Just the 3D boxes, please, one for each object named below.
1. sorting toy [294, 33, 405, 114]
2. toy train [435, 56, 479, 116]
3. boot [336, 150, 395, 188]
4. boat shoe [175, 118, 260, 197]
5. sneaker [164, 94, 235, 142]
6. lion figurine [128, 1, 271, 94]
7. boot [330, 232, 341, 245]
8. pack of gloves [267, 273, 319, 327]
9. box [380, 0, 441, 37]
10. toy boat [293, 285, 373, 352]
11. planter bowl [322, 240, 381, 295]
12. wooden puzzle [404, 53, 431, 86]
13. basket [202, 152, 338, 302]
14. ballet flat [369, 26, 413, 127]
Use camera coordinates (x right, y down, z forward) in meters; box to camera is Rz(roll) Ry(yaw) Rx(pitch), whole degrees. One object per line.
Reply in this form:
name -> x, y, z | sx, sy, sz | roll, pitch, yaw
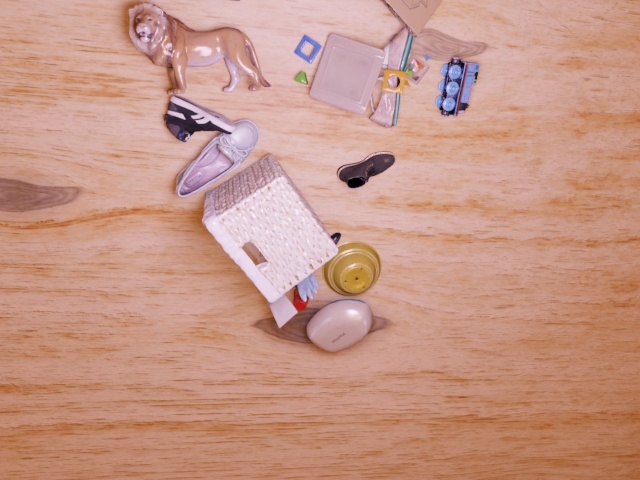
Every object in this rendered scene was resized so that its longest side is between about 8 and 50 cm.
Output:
sorting toy -> 0.083, -0.495, 1.628 | 0.348, 0.047, 0.196 | 21, 102, 7
toy train -> 0.432, -0.481, 1.712 | 0.105, 0.080, 0.184 | 0, 112, -16
boot -> 0.161, -0.218, 1.742 | 0.198, 0.137, 0.076 | -23, 114, 0
boat shoe -> -0.317, -0.247, 1.671 | 0.320, 0.103, 0.118 | -36, 113, 6
sneaker -> -0.364, -0.337, 1.624 | 0.217, 0.079, 0.121 | 28, 111, 8
lion figurine -> -0.335, -0.544, 1.547 | 0.392, 0.142, 0.240 | -8, 106, -21
boot -> 0.000, 0.000, 1.859 | 0.099, 0.045, 0.121 | 36, 101, -14
pack of gloves -> -0.105, 0.152, 1.824 | 0.195, 0.232, 0.046 | -44, 142, 11
box -> 0.271, -0.717, 1.569 | 0.164, 0.021, 0.201 | 39, 74, -20
toy boat -> 0.029, 0.247, 1.909 | 0.267, 0.148, 0.318 | -36, 116, 30
planter bowl -> 0.119, 0.118, 1.899 | 0.217, 0.090, 0.217 | -3, 113, -8
wooden puzzle -> 0.296, -0.534, 1.701 | 0.079, 0.014, 0.116 | 24, 106, -18
basket -> -0.157, -0.051, 1.657 | 0.266, 0.331, 0.328 | -35, 113, 4
ballet flat -> 0.206, -0.504, 1.655 | 0.106, 0.107, 0.316 | 12, 110, 9
